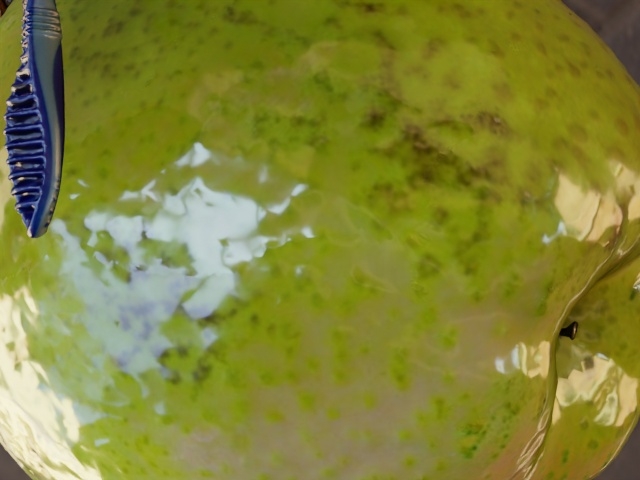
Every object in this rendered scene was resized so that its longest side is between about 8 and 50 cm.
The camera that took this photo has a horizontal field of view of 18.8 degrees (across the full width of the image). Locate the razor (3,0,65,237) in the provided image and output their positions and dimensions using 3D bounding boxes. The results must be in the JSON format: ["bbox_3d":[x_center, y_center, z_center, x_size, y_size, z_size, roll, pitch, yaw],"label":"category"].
[{"bbox_3d":[-0.097,-0.078,0.601,0.028,0.155,0.044,-13,176,-15],"label":"razor"}]

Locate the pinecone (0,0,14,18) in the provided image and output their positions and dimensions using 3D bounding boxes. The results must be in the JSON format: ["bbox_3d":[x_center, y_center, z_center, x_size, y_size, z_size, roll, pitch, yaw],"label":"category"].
[{"bbox_3d":[-0.285,-0.191,1.747,0.207,0.208,0.208,2,141,2],"label":"pinecone"}]

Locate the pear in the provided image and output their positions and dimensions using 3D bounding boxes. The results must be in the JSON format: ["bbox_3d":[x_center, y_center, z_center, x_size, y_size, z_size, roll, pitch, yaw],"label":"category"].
[{"bbox_3d":[0.000,0.000,0.997,0.391,0.391,0.391,2,141,2],"label":"pear"}]
